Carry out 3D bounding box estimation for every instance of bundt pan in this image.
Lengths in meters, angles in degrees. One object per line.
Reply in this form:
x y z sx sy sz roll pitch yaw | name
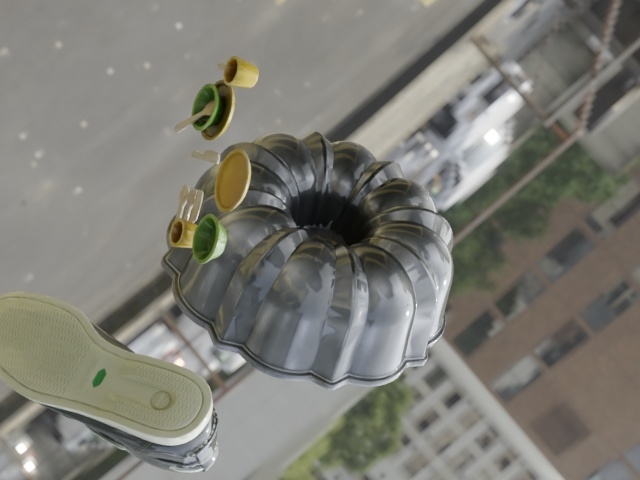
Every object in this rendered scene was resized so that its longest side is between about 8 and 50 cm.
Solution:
0.000 0.000 1.649 0.331 0.331 0.124 -33 153 -44 | bundt pan

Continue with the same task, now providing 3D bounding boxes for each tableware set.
-0.082 -0.062 1.136 0.104 0.024 0.154 21 -85 58 | tableware set

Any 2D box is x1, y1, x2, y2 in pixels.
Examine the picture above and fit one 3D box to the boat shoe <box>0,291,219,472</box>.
-0.179 0.113 1.193 0.084 0.233 0.079 -55 153 -23 | boat shoe
